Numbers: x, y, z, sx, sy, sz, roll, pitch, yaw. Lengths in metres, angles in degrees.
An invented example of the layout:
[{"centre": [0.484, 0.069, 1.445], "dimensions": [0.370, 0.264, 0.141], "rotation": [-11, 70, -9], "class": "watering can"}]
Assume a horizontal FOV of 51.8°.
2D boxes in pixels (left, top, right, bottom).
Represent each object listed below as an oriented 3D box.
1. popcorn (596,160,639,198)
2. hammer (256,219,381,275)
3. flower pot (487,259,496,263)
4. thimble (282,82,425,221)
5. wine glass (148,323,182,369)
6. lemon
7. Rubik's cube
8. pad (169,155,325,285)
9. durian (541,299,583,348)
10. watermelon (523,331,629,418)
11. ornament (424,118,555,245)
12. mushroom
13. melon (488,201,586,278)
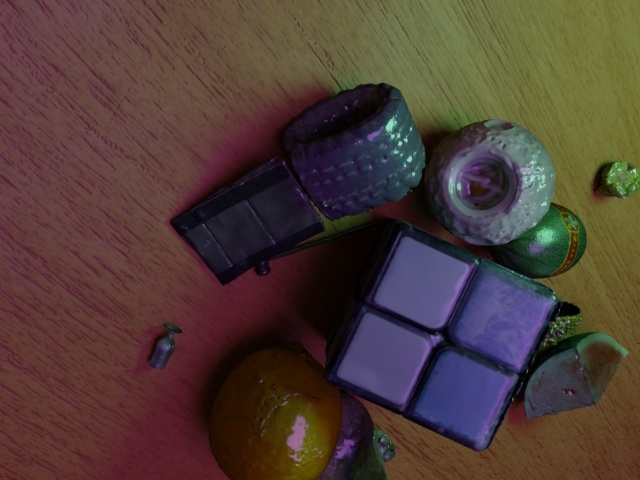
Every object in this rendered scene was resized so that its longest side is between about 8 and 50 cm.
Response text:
[{"centre": [0.752, -0.153, 1.655], "dimensions": [0.097, 0.089, 0.109], "rotation": [42, 72, 2], "class": "popcorn"}, {"centre": [0.000, 0.000, 1.314], "dimensions": [0.292, 0.029, 0.058], "rotation": [-19, 118, -25], "class": "hammer"}, {"centre": [0.322, 0.106, 1.485], "dimensions": [0.158, 0.107, 0.157], "rotation": [-9, 109, -29], "class": "flower pot"}, {"centre": [0.064, -0.158, 1.184], "dimensions": [0.236, 0.205, 0.172], "rotation": [-32, 120, -8], "class": "thimble"}, {"centre": [-0.288, 0.196, 1.209], "dimensions": [0.083, 0.039, 0.042], "rotation": [-63, 165, 6], "class": "wine glass"}, {"centre": [-0.079, 0.337, 1.251], "dimensions": [0.254, 0.253, 0.310], "rotation": [14, 99, -33], "class": "lemon"}, {"centre": [0.208, 0.156, 1.250], "dimensions": [0.319, 0.313, 0.316], "rotation": [26, 94, 1], "class": "Rubik's cube"}, {"centre": [-0.126, -0.029, 1.187], "dimensions": [0.233, 0.022, 0.174], "rotation": [-30, 121, 9], "class": "pad"}, {"centre": [0.592, 0.226, 1.672], "dimensions": [0.187, 0.119, 0.108], "rotation": [-9, 107, -28], "class": "durian"}, {"centre": [0.667, 0.338, 1.723], "dimensions": [0.260, 0.176, 0.256], "rotation": [-40, 157, -38], "class": "watermelon"}, {"centre": [0.341, -0.116, 1.336], "dimensions": [0.225, 0.260, 0.259], "rotation": [-16, 121, -66], "class": "ornament"}, {"centre": [0.069, 0.506, 1.467], "dimensions": [0.248, 0.130, 0.344], "rotation": [-17, 115, -19], "class": "mushroom"}, {"centre": [0.500, -0.002, 1.500], "dimensions": [0.288, 0.182, 0.182], "rotation": [-2, 108, -44], "class": "melon"}]
